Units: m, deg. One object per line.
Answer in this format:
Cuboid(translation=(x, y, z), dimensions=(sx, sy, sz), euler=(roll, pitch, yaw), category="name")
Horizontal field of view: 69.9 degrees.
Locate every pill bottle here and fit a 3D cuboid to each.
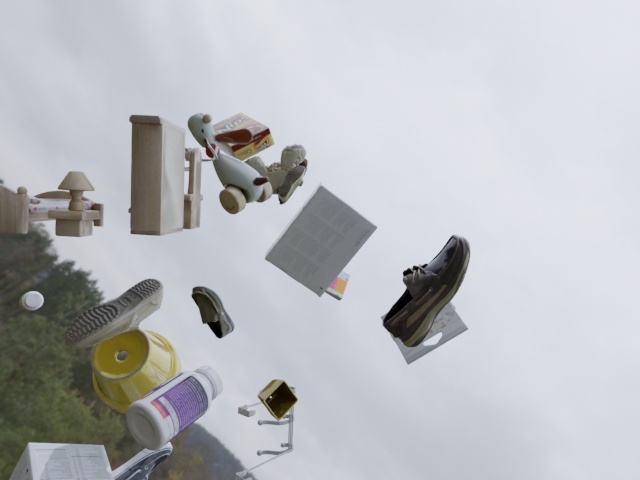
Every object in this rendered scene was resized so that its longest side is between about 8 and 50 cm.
Cuboid(translation=(-0.985, 0.207, 1.563), dimensions=(0.116, 0.065, 0.065), euler=(-16, -69, 51), category="pill bottle")
Cuboid(translation=(-0.305, 0.350, 0.989), dimensions=(0.108, 0.194, 0.108), euler=(9, -72, 29), category="pill bottle")

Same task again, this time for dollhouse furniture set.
Cuboid(translation=(-0.401, -0.107, 0.727), dimensions=(0.356, 0.303, 0.173), euler=(4, -85, 2), category="dollhouse furniture set")

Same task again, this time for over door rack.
Cuboid(translation=(-0.200, 0.659, 1.605), dimensions=(0.108, 0.324, 0.239), euler=(0, -92, 27), category="over door rack")

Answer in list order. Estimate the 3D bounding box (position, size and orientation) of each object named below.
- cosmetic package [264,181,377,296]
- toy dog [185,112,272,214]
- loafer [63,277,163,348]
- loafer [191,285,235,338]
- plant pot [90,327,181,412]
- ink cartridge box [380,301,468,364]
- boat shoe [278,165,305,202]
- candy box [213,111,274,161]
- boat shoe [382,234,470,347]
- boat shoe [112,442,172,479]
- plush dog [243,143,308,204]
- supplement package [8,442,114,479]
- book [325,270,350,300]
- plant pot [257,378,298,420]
Cuboid(translation=(0.000, 0.000, 1.849), dimensions=(0.285, 0.377, 0.097), euler=(37, 11, -11), category="cosmetic package")
Cuboid(translation=(-0.260, -0.235, 1.343), dimensions=(0.334, 0.220, 0.161), euler=(42, -43, -20), category="toy dog")
Cuboid(translation=(-0.524, 0.205, 1.200), dimensions=(0.102, 0.269, 0.091), euler=(30, -40, 38), category="loafer")
Cuboid(translation=(-0.432, 0.289, 1.822), dimensions=(0.095, 0.087, 0.251), euler=(-21, -68, 29), category="loafer")
Cuboid(translation=(-0.568, 0.373, 1.377), dimensions=(0.254, 0.254, 0.239), euler=(39, -26, 16), category="plant pot")
Cuboid(translation=(0.411, 0.332, 1.813), dimensions=(0.060, 0.275, 0.238), euler=(49, 11, -50), category="ink cartridge box")
Cuboid(translation=(-0.101, -0.205, 1.646), dimensions=(0.056, 0.152, 0.048), euler=(18, -27, 19), category="boat shoe")
Cuboid(translation=(-0.350, -0.450, 1.978), dimensions=(0.316, 0.183, 0.087), euler=(40, -25, 49), category="candy box")
Cuboid(translation=(0.295, 0.134, 1.297), dimensions=(0.130, 0.355, 0.132), euler=(28, 6, -7), category="boat shoe")
Cuboid(translation=(-0.621, 0.793, 1.528), dimensions=(0.102, 0.301, 0.108), euler=(38, -50, 29), category="boat shoe")
Cuboid(translation=(-0.152, -0.248, 1.816), dimensions=(0.225, 0.263, 0.210), euler=(-38, 111, -81), category="plush dog")
Cuboid(translation=(-0.643, 0.668, 1.124), dimensions=(0.198, 0.199, 0.263), euler=(26, 3, -41), category="supplement package")
Cuboid(translation=(0.078, 0.202, 2.183), dimensions=(0.096, 0.144, 0.035), euler=(30, -37, -8), category="book")
Cuboid(translation=(-0.130, 0.442, 1.292), dimensions=(0.083, 0.081, 0.081), euler=(-5, -59, 56), category="plant pot")
